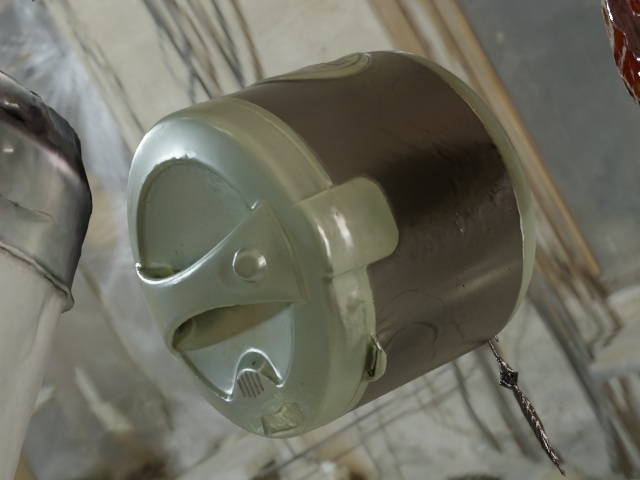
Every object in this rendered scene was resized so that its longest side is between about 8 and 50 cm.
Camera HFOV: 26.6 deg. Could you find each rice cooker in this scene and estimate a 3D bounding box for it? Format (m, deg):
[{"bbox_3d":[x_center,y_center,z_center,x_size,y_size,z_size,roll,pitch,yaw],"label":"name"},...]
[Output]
[{"bbox_3d":[-0.003,-0.001,1.090,0.277,0.288,0.288,-22,0,-33],"label":"rice cooker"}]

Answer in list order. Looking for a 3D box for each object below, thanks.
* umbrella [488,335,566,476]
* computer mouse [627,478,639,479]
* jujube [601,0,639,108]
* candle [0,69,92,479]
[{"bbox_3d":[0.186,0.150,1.240,0.022,0.149,0.022,-33,-13,32],"label":"umbrella"},{"bbox_3d":[0.275,0.239,1.056,0.230,0.079,0.128,-6,20,-1],"label":"computer mouse"},{"bbox_3d":[0.276,-0.139,0.859,0.197,0.197,0.290,-28,39,23],"label":"jujube"},{"bbox_3d":[-0.239,0.075,0.604,0.221,0.221,0.343,-19,54,65],"label":"candle"}]
